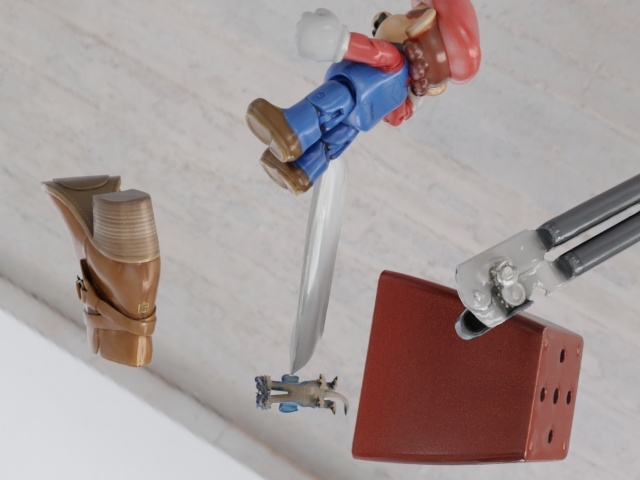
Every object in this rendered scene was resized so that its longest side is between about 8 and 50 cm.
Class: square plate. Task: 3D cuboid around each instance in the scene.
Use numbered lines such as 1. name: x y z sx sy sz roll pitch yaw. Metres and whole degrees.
1. square plate: 0.000 0.000 1.683 0.049 0.344 0.347 9 101 -1

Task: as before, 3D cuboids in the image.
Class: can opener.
1. can opener: 0.255 0.011 1.150 0.074 0.280 0.093 60 161 9

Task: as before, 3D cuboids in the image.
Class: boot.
1. boot: -0.202 0.022 0.972 0.197 0.073 0.152 25 118 59

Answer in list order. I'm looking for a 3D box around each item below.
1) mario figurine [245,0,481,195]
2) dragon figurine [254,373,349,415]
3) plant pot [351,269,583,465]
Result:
1. mario figurine: 0.048 -0.200 1.276 0.170 0.320 0.198 54 164 -2
2. dragon figurine: -0.040 0.333 2.331 0.144 0.085 0.289 -2 169 23
3. plant pot: 0.227 0.201 1.530 0.235 0.267 0.267 6 174 32
